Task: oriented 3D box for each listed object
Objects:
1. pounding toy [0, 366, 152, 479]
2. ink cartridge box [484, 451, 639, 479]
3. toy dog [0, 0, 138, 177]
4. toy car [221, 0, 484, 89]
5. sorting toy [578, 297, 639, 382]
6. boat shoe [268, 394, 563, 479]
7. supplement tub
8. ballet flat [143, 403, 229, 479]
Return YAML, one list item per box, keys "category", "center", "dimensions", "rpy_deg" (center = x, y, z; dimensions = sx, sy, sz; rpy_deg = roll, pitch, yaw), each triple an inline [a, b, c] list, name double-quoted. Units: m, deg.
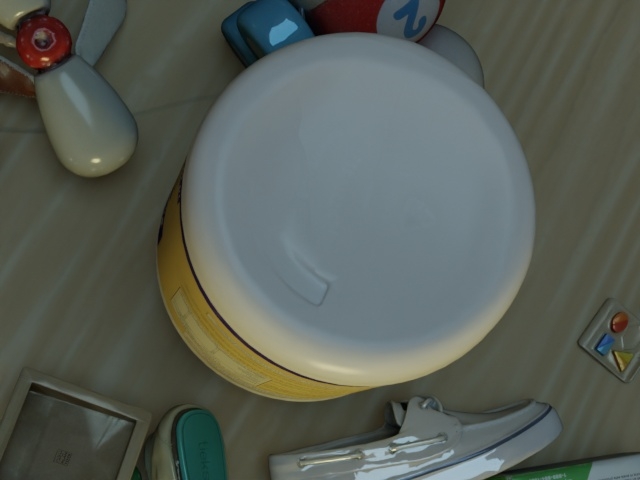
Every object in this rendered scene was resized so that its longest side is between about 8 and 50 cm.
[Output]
- category: "pounding toy"
  center: [-0.202, 0.197, 1.037]
  dimensions: [0.141, 0.100, 0.130]
  rpy_deg: [22, 62, -10]
- category: "ink cartridge box"
  center: [0.234, 0.295, 1.103]
  dimensions: [0.153, 0.087, 0.208]
  rpy_deg: [-6, 81, -13]
- category: "toy dog"
  center: [-0.270, -0.215, 1.080]
  dimensions: [0.220, 0.161, 0.333]
  rpy_deg: [-7, 97, -16]
- category: "toy car"
  center: [0.075, -0.157, 1.103]
  dimensions: [0.219, 0.210, 0.238]
  rpy_deg: [-38, 102, -5]
- category: "sorting toy"
  center: [0.285, 0.082, 1.189]
  dimensions: [0.062, 0.012, 0.083]
  rpy_deg: [39, 76, -3]
- category: "boat shoe"
  center: [0.082, 0.173, 1.089]
  dimensions: [0.258, 0.095, 0.084]
  rpy_deg: [-18, 89, -15]
- category: "supplement tub"
  center: [0.000, 0.000, 0.980]
  dimensions: [0.241, 0.331, 0.241]
  rpy_deg: [2, 80, -12]
- category: "ballet flat"
  center: [-0.103, 0.257, 1.028]
  dimensions: [0.086, 0.086, 0.248]
  rpy_deg: [-3, 66, -12]
